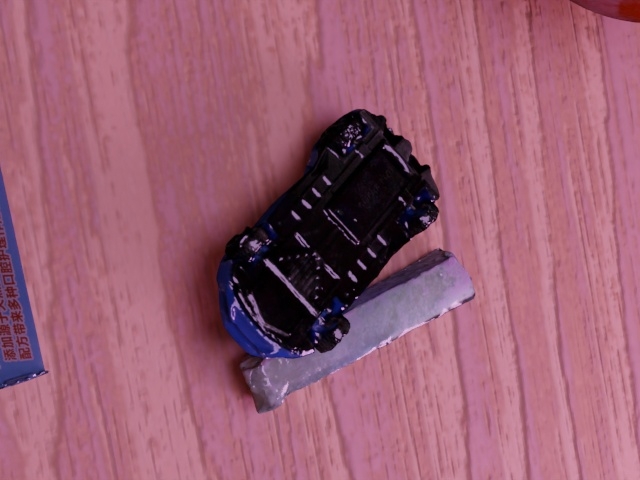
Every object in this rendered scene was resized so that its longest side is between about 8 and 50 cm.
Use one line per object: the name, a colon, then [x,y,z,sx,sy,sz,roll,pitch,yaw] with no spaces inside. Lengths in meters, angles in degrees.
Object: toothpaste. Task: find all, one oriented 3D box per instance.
toothpaste: [-0.230,-0.043,1.154,0.053,0.066,0.272,-14,95,-35]

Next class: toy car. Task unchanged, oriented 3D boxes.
toy car: [0.000,0.000,1.306,0.103,0.063,0.216,47,57,-11]

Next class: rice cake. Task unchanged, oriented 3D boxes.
rice cake: [0.027,0.062,1.342,0.211,0.034,0.043,-27,104,-32]

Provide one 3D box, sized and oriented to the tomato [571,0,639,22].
tomato: [0.237,-0.300,1.394,0.270,0.227,0.270,-17,112,-49]
